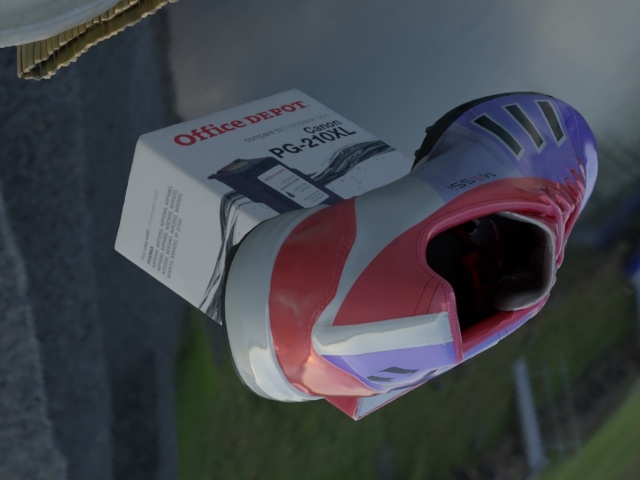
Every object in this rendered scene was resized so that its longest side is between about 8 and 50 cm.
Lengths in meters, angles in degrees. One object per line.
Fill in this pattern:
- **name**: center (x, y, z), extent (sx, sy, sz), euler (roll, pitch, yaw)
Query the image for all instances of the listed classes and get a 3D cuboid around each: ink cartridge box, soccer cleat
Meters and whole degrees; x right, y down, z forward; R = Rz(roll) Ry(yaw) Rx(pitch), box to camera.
- **ink cartridge box**: center (0.000, 0.000, 1.137), extent (0.172, 0.237, 0.100), euler (-22, 137, -46)
- **soccer cleat**: center (0.083, -0.002, 0.792), extent (0.318, 0.116, 0.108), euler (-28, 112, -53)

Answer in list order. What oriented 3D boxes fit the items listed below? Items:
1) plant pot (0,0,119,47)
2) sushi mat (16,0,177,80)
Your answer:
- **plant pot**: center (-0.169, -0.308, 0.738), extent (0.334, 0.334, 0.305), euler (-38, 173, -36)
- **sushi mat**: center (-0.146, -0.267, 1.069), extent (0.151, 0.316, 0.019), euler (-23, 149, 30)
